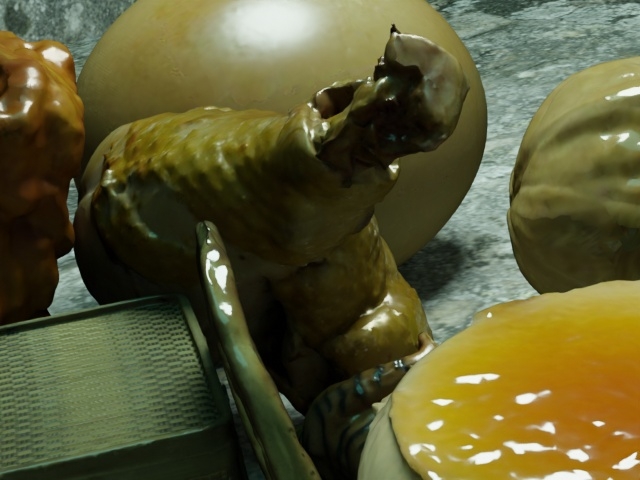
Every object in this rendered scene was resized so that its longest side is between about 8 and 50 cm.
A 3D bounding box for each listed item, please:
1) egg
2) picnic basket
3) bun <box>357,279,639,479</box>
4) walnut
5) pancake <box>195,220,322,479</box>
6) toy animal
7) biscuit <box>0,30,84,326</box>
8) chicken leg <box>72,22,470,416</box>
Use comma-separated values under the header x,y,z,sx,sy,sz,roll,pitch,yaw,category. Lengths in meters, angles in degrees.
x,y,z,sx,sy,sz,roll,pitch,yaw,category
-0.029,-0.093,1.489,0.374,0.301,0.301,-12,17,-25,egg
-0.133,0.145,1.059,0.165,0.139,0.266,-12,18,-8,picnic basket
0.163,0.146,0.870,0.299,0.165,0.299,-3,23,1,bun
0.268,-0.031,1.307,0.261,0.225,0.225,-3,18,2,walnut
-0.024,0.108,0.969,0.031,0.250,0.250,-23,19,-5,pancake
0.077,0.143,1.039,0.116,0.114,0.255,-41,42,-20,toy animal
-0.255,0.001,1.300,0.110,0.312,0.318,9,11,-19,biscuit
0.000,0.000,1.170,0.182,0.295,0.409,-40,4,-36,chicken leg
